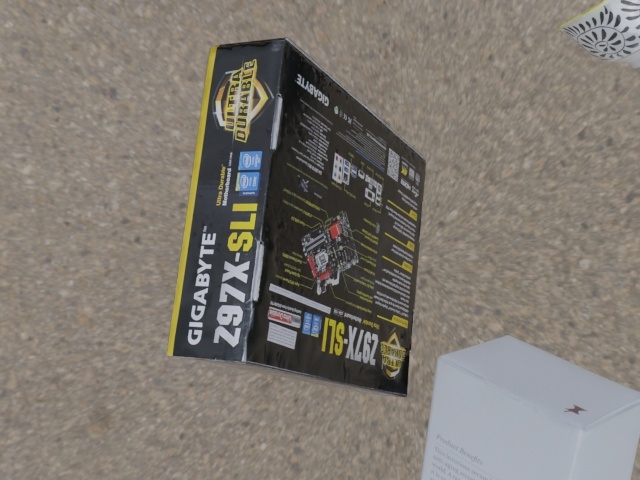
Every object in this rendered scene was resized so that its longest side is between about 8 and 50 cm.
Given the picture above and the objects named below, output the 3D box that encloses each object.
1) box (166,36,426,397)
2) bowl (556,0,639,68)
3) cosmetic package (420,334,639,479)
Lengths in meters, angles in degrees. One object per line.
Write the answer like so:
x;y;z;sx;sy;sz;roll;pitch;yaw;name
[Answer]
0.000;0.000;0.807;0.079;0.322;0.257;2;78;28;box
0.340;-0.231;0.921;0.170;0.170;0.080;-31;93;4;bowl
0.261;0.386;1.201;0.230;0.162;0.453;24;115;45;cosmetic package
